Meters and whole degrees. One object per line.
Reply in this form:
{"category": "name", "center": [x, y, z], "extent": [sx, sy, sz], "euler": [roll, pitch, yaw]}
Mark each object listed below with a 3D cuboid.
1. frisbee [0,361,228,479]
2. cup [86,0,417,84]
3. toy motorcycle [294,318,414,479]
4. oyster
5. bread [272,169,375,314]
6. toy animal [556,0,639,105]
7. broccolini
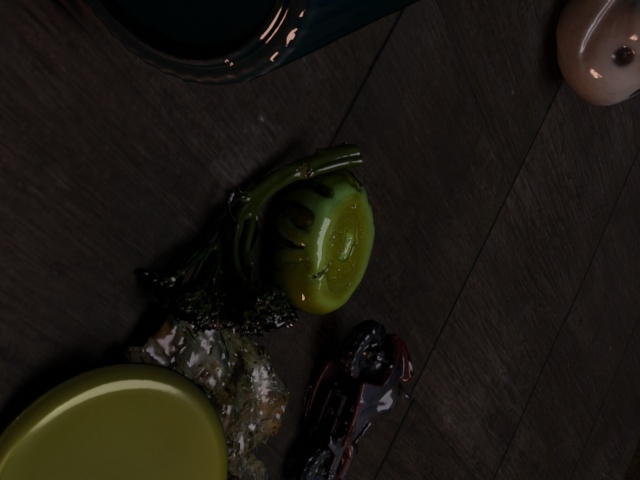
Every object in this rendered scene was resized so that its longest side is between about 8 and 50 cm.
{"category": "frisbee", "center": [-0.172, 0.207, 1.005], "extent": [0.236, 0.017, 0.235], "euler": [-16, 119, -32]}
{"category": "cup", "center": [-0.010, -0.280, 0.844], "extent": [0.292, 0.242, 0.307], "euler": [-37, 141, -44]}
{"category": "toy motorcycle", "center": [0.035, 0.182, 1.403], "extent": [0.122, 0.082, 0.213], "euler": [2, 114, -51]}
{"category": "oyster", "center": [-0.104, 0.169, 1.129], "extent": [0.198, 0.092, 0.259], "euler": [-41, 138, -50]}
{"category": "bread", "center": [0.000, 0.000, 1.223], "extent": [0.130, 0.071, 0.139], "euler": [-43, 136, -36]}
{"category": "toy animal", "center": [0.432, -0.325, 1.717], "extent": [0.289, 0.174, 0.249], "euler": [-34, 122, -33]}
{"category": "broccolini", "center": [-0.028, -0.005, 1.102], "extent": [0.271, 0.123, 0.062], "euler": [-42, 169, -37]}
